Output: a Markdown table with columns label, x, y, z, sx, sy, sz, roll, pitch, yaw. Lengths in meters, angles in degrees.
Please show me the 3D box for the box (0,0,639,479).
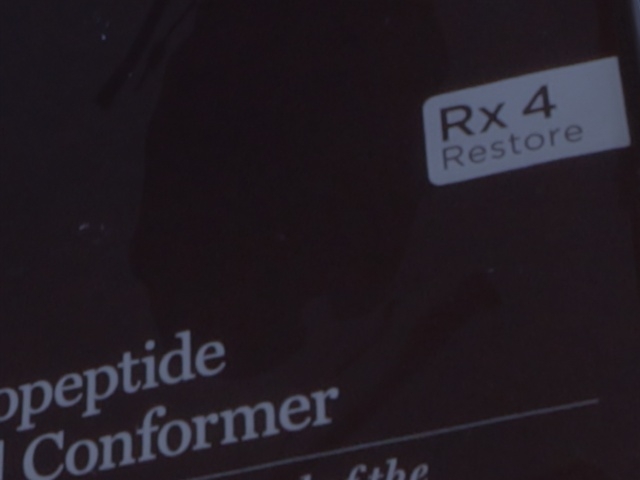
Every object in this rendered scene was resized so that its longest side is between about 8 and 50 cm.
| label | x | y | z | sx | sy | sz | roll | pitch | yaw |
| --- | --- | --- | --- | --- | --- | --- | --- | --- | --- |
| box | 0.000 | 0.000 | 0.480 | 0.143 | 0.191 | 0.381 | 56 | -155 | -51 |
